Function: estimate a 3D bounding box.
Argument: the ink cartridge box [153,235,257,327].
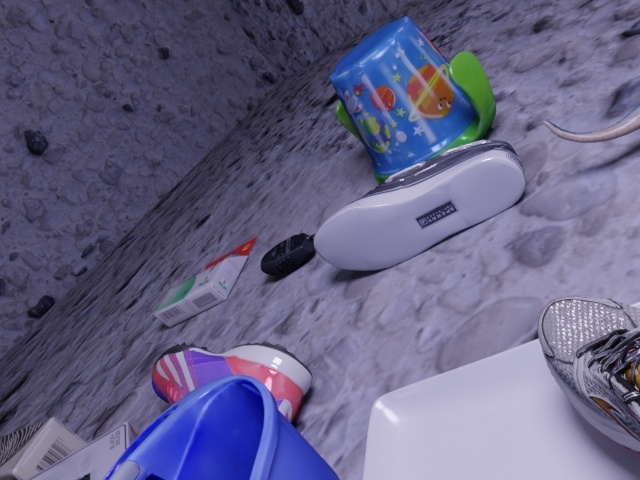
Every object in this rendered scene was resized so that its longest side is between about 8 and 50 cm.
[{"bbox_3d":[-0.245,0.073,1.222,0.180,0.056,0.225,-27,26,29],"label":"ink cartridge box"}]

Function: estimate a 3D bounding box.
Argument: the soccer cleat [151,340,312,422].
[{"bbox_3d":[-0.147,0.206,0.732,0.318,0.109,0.116,-14,37,44],"label":"soccer cleat"}]

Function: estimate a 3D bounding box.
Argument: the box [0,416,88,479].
[{"bbox_3d":[-0.536,0.406,0.987,0.275,0.094,0.113,-26,25,31],"label":"box"}]

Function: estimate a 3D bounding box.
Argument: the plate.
[{"bbox_3d":[0.146,0.182,0.369,0.277,0.045,0.278,-28,24,26],"label":"plate"}]

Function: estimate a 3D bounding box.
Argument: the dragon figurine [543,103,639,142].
[{"bbox_3d":[0.398,-0.170,0.587,0.289,0.085,0.144,-17,31,44],"label":"dragon figurine"}]

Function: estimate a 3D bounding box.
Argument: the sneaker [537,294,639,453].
[{"bbox_3d":[0.196,0.076,0.306,0.088,0.093,0.225,-41,21,-1],"label":"sneaker"}]

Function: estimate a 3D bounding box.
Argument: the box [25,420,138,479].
[{"bbox_3d":[-0.339,0.361,0.664,0.289,0.087,0.169,-29,19,-14],"label":"box"}]

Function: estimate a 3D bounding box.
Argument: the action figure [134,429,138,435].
[{"bbox_3d":[-0.327,0.340,0.864,0.115,0.030,0.038,-45,17,-17],"label":"action figure"}]

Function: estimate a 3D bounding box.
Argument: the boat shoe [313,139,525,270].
[{"bbox_3d":[0.129,-0.054,0.779,0.301,0.108,0.102,-27,25,25],"label":"boat shoe"}]

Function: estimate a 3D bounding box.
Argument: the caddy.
[{"bbox_3d":[-0.120,0.268,0.458,0.241,0.179,0.341,-29,24,24],"label":"caddy"}]

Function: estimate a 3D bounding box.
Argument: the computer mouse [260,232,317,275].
[{"bbox_3d":[0.000,0.000,0.992,0.242,0.041,0.071,-27,22,14],"label":"computer mouse"}]

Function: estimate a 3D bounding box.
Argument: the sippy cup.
[{"bbox_3d":[0.142,-0.246,0.973,0.305,0.224,0.240,-27,24,31],"label":"sippy cup"}]
